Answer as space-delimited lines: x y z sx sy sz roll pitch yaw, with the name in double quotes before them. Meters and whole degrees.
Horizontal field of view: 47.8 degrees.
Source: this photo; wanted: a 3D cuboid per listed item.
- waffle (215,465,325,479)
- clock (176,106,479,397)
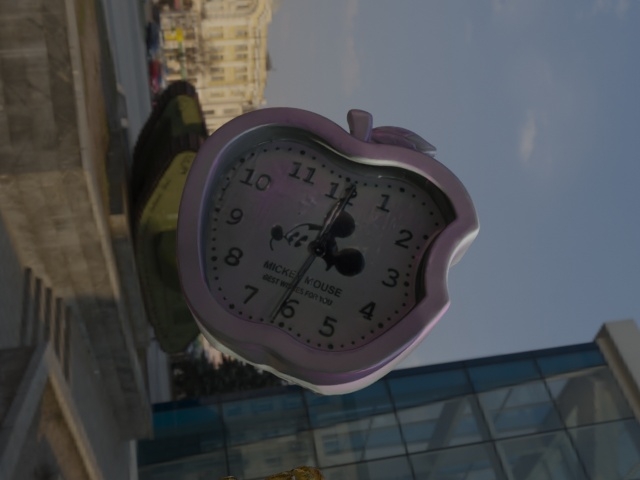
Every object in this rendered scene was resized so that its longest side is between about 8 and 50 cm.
"waffle" -0.084 0.228 0.329 0.293 0.069 0.260 -64 164 3
"clock" 0.000 0.000 0.827 0.102 0.338 0.339 96 -15 -65
